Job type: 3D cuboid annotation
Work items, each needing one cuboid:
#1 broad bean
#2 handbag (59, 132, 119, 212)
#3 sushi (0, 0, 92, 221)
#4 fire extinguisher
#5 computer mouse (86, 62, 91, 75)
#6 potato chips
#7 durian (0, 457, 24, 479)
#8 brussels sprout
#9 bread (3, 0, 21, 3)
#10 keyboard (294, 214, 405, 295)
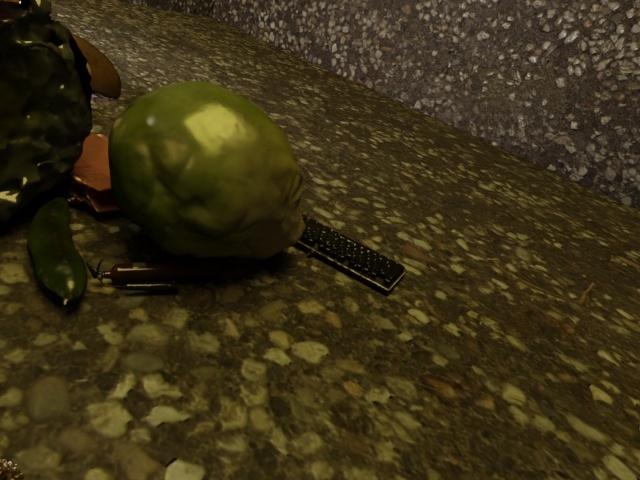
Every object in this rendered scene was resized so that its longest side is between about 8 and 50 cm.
[{"bbox_3d":[-0.351,0.005,0.630,0.065,0.046,0.254,-2,33,-31],"label":"broad bean"},{"bbox_3d":[-0.386,-0.119,0.819,0.213,0.059,0.157,29,29,23],"label":"handbag"},{"bbox_3d":[-0.504,-0.203,0.642,0.294,0.281,0.299,20,54,19],"label":"sushi"},{"bbox_3d":[-0.222,0.050,0.645,0.173,0.035,0.048,-1,71,-32],"label":"fire extinguisher"},{"bbox_3d":[-0.593,-0.372,1.035,0.237,0.145,0.082,7,53,43],"label":"computer mouse"},{"bbox_3d":[-0.587,-0.451,1.198,0.208,0.062,0.195,46,26,-17],"label":"potato chips"},{"bbox_3d":[-0.245,0.188,0.325,0.080,0.080,0.091,4,74,-24],"label":"durian"},{"bbox_3d":[-0.164,-0.095,0.701,0.316,0.242,0.274,45,-2,1],"label":"brussels sprout"},{"bbox_3d":[-0.671,-0.383,0.848,0.337,0.358,0.204,17,44,11],"label":"bread"},{"bbox_3d":[0.000,0.000,0.862,0.317,0.027,0.106,28,29,17],"label":"keyboard"}]
